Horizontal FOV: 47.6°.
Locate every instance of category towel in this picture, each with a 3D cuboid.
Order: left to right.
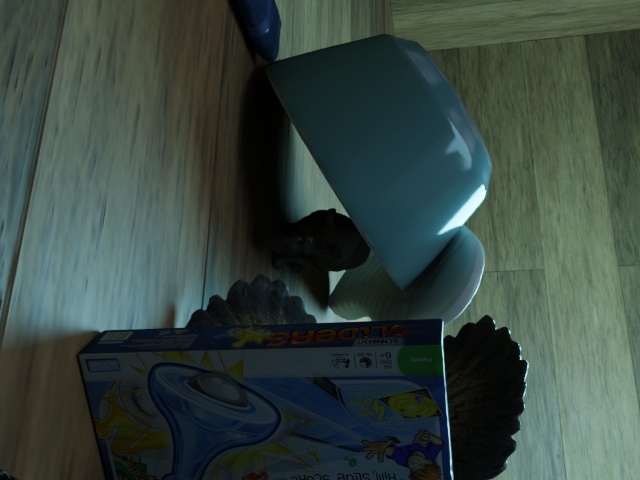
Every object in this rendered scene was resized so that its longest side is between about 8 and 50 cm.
[{"bbox_3d":[-0.069,-0.248,0.763,0.119,0.029,0.067,68,21,-61],"label":"towel"}]

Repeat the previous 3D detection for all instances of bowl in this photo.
[{"bbox_3d":[0.085,-0.114,0.849,0.311,0.163,0.311,57,7,-10],"label":"bowl"}]

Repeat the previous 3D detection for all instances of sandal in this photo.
[{"bbox_3d":[0.131,0.064,1.002,0.169,0.102,0.416,-57,-167,-9],"label":"sandal"}]

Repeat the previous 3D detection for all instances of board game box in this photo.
[{"bbox_3d":[-0.027,0.116,0.417,0.035,0.201,0.136,-62,146,-69],"label":"board game box"}]

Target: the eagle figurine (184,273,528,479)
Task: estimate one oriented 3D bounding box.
[{"bbox_3d":[0.000,0.185,0.536,0.225,0.226,0.298,17,-84,60],"label":"eagle figurine"}]

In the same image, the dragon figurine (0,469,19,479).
[{"bbox_3d":[-0.051,0.182,0.355,0.085,0.144,0.289,-106,175,-73],"label":"dragon figurine"}]

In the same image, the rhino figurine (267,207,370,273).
[{"bbox_3d":[0.000,0.000,0.838,0.243,0.106,0.073,16,70,-79],"label":"rhino figurine"}]
